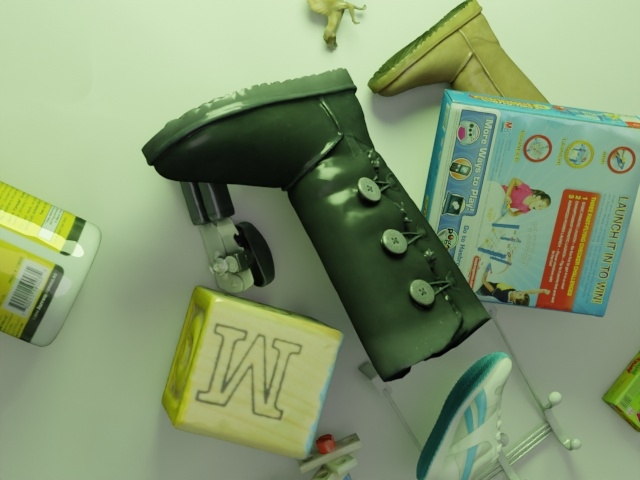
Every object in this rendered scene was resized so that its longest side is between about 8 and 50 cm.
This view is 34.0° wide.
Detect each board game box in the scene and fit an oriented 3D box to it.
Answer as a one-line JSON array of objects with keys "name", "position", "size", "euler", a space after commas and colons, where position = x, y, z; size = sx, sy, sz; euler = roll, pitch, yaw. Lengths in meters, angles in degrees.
[{"name": "board game box", "position": [0.312, -0.054, 1.593], "size": [0.302, 0.086, 0.308], "euler": [8, 111, -5]}, {"name": "board game box", "position": [0.569, 0.229, 1.767], "size": [0.092, 0.043, 0.181], "euler": [42, 83, -13]}]

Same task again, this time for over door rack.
[{"name": "over door rack", "position": [0.246, 0.270, 1.656], "size": [0.239, 0.108, 0.324], "euler": [-35, 100, -11]}]

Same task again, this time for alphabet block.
[{"name": "alphabet block", "position": [-0.104, 0.188, 1.523], "size": [0.197, 0.192, 0.193], "euler": [17, 87, -15]}]

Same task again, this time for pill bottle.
[{"name": "pill bottle", "position": [-0.483, -0.002, 1.417], "size": [0.334, 0.188, 0.188], "euler": [26, 87, -14]}]

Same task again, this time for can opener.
[{"name": "can opener", "position": [-0.155, -0.054, 1.566], "size": [0.093, 0.074, 0.280], "euler": [-30, 103, -49]}]

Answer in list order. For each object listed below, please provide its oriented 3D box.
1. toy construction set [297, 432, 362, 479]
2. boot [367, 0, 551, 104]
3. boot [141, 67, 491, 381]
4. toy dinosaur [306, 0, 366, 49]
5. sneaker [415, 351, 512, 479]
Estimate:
[{"name": "toy construction set", "position": [0.024, 0.465, 1.587], "size": [0.215, 0.151, 0.328], "euler": [-19, 89, 13]}, {"name": "boot", "position": [0.237, -0.211, 1.639], "size": [0.236, 0.089, 0.269], "euler": [-38, 102, -9]}, {"name": "boot", "position": [0.002, -0.001, 1.464], "size": [0.367, 0.146, 0.445], "euler": [-23, 84, -33]}, {"name": "toy dinosaur", "position": [0.019, -0.387, 1.592], "size": [0.092, 0.053, 0.183], "euler": [-17, 97, -11]}, {"name": "sneaker", "position": [0.232, 0.275, 1.573], "size": [0.092, 0.087, 0.229], "euler": [29, 87, -8]}]
